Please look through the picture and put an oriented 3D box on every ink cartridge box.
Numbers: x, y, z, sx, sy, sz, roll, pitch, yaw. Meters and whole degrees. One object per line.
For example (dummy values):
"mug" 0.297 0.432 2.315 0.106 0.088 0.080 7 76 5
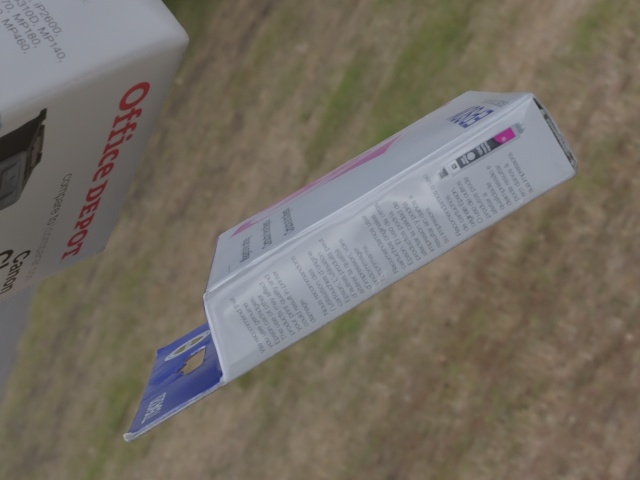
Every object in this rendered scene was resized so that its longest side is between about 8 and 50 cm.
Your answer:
"ink cartridge box" -0.240 -0.031 0.807 0.306 0.131 0.226 -28 -17 -32
"ink cartridge box" 0.000 0.000 1.152 0.330 0.071 0.324 -30 6 1
